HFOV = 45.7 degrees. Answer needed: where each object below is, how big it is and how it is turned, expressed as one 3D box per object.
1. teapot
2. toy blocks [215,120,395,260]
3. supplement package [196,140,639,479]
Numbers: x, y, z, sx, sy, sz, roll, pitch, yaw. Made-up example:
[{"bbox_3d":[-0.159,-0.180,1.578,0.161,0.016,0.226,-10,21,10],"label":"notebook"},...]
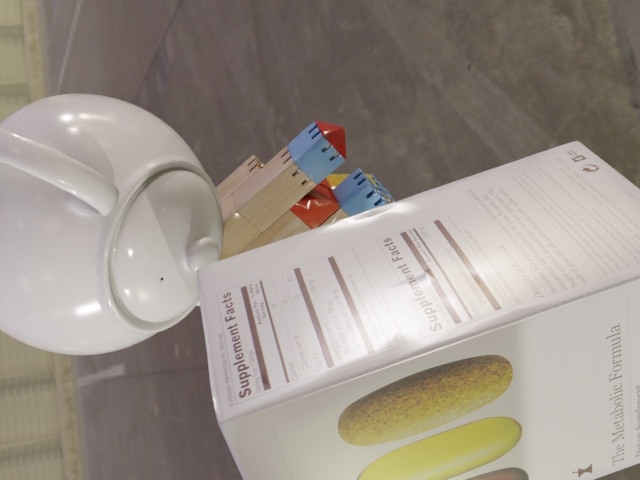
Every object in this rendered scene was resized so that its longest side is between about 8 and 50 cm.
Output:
[{"bbox_3d":[-0.175,-0.007,0.665,0.187,0.256,0.253,14,118,28],"label":"teapot"},{"bbox_3d":[0.000,0.000,1.051,0.261,0.381,0.191,-40,33,11],"label":"toy blocks"},{"bbox_3d":[0.069,0.064,0.430,0.134,0.244,0.139,-113,5,-57],"label":"supplement package"}]
